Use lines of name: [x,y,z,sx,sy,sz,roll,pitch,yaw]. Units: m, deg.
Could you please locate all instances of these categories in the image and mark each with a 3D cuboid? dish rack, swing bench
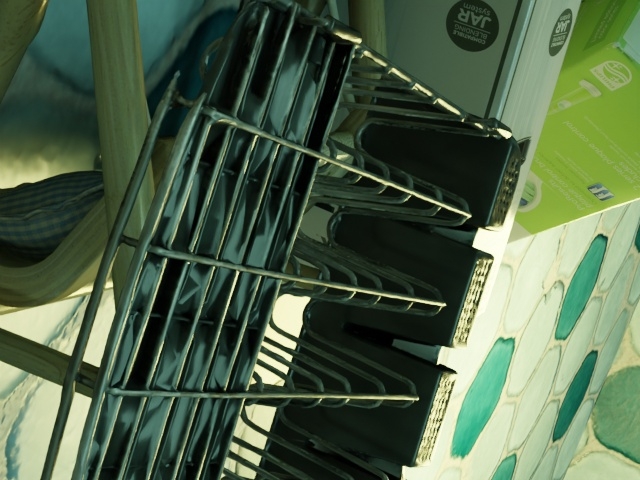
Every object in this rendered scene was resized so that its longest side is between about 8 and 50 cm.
dish rack: [-0.013,0.028,0.480,0.271,0.074,0.208,15,91,-66]
swing bench: [-0.050,-0.061,0.630,0.253,0.165,0.254,-14,119,-63]

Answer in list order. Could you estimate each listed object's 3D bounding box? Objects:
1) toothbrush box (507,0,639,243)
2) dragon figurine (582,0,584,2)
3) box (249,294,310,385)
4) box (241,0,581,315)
toothbrush box: [0.206,-0.131,1.023,0.206,0.122,0.283,-57,-163,-26]
dragon figurine: [0.137,-0.250,0.954,0.085,0.144,0.289,107,8,-56]
box: [0.000,0.000,0.997,0.164,0.021,0.201,-29,138,-58]
box: [0.044,-0.105,0.793,0.087,0.169,0.290,-27,136,-59]
